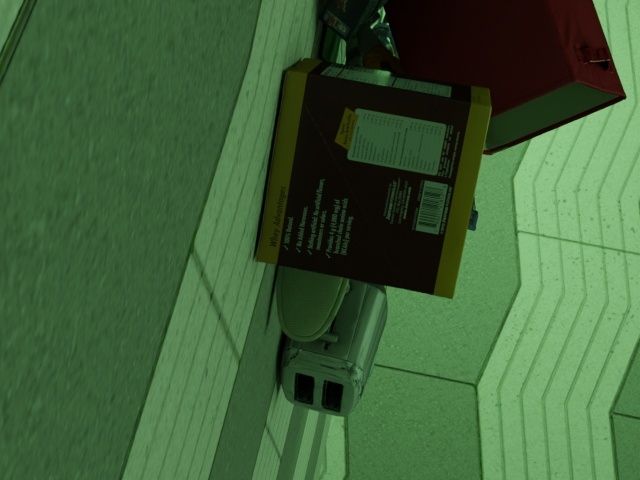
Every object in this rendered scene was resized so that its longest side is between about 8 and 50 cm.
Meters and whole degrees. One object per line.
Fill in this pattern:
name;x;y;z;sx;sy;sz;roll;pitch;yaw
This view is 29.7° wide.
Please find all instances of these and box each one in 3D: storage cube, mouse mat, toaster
storage cube;0.214;-0.225;1.397;0.184;0.215;0.193;0;70;-58
mouse mat;0.021;-0.280;1.460;0.190;0.007;0.152;27;74;-85
toaster;0.014;0.145;1.664;0.227;0.129;0.146;97;10;-63

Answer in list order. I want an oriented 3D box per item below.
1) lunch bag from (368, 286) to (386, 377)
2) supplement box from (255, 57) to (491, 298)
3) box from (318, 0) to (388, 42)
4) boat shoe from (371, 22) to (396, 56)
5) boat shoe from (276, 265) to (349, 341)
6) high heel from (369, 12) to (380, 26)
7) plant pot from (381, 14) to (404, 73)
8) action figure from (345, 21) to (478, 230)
lunch bag;0.062;0.109;2.254;0.224;0.108;0.279;87;12;-51
supplement box;0.054;-0.065;1.187;0.129;0.194;0.191;-63;164;-74
box;0.089;-0.319;1.230;0.159;0.044;0.233;-48;177;-26
boat shoe;0.106;-0.292;2.087;0.183;0.065;0.083;90;13;-63
boat shoe;0.000;0.000;1.388;0.079;0.084;0.233;-40;138;-82
high heel;0.171;-0.341;1.580;0.093;0.261;0.186;-64;168;-48
plant pot;0.197;-0.345;2.294;0.237;0.237;0.254;93;-5;-60
action figure;0.094;-0.103;1.533;0.341;0.178;0.330;33;67;-65
